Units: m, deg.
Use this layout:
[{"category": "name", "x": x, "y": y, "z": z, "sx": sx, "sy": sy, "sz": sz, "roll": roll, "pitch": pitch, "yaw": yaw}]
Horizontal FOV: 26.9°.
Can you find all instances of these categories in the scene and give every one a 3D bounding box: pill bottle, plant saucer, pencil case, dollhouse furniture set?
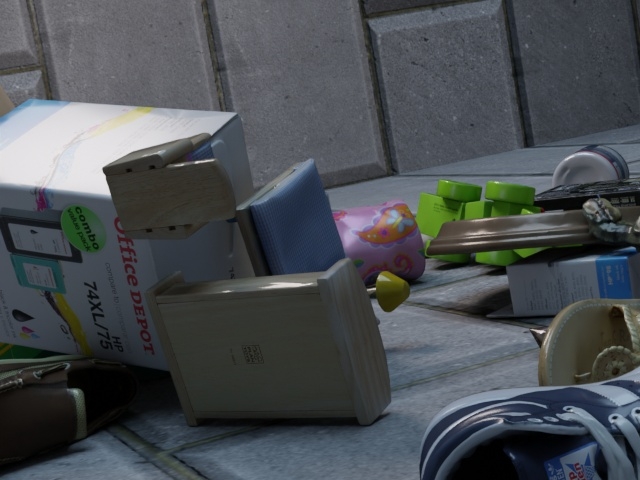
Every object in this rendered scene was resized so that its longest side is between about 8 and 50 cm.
[{"category": "pill bottle", "x": 0.454, "y": -0.103, "z": 2.221, "sx": 0.108, "sy": 0.108, "sz": 0.180, "roll": -7, "pitch": 7, "yaw": 23}, {"category": "plant saucer", "x": 0.259, "y": -0.011, "z": 1.545, "sx": 0.278, "sy": 0.041, "sz": 0.278, "roll": -4, "pitch": -1, "yaw": 0}, {"category": "pencil case", "x": -0.004, "y": 0.025, "z": 1.794, "sx": 0.284, "sy": 0.124, "sz": 0.124, "roll": -13, "pitch": 7, "yaw": -20}, {"category": "dollhouse furniture set", "x": 0.000, "y": 0.000, "z": 1.260, "sx": 0.198, "sy": 0.286, "sz": 0.303, "roll": -5, "pitch": 19, "yaw": 32}]

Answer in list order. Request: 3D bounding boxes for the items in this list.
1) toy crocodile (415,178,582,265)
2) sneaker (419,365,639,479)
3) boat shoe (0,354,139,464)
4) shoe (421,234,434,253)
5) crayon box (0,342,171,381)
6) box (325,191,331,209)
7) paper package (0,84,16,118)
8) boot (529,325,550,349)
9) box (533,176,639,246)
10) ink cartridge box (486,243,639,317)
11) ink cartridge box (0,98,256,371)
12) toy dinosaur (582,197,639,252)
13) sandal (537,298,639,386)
[{"category": "toy crocodile", "x": 0.234, "y": -0.021, "z": 1.854, "sx": 0.105, "sy": 0.115, "sz": 0.340, "roll": 8, "pitch": 0, "yaw": -26}, {"category": "sneaker", "x": 0.190, "y": 0.118, "z": 0.781, "sx": 0.282, "sy": 0.099, "sz": 0.153, "roll": -16, "pitch": 1, "yaw": 12}, {"category": "boat shoe", "x": -0.255, "y": 0.150, "z": 1.216, "sx": 0.095, "sy": 0.095, "sz": 0.257, "roll": 0, "pitch": 10, "yaw": 25}, {"category": "shoe", "x": 0.200, "y": -0.011, "z": 2.033, "sx": 0.219, "sy": 0.058, "sz": 0.076, "roll": -9, "pitch": 7, "yaw": 11}, {"category": "crayon box", "x": -0.293, "y": 0.059, "z": 1.606, "sx": 0.313, "sy": 0.106, "sz": 0.363, "roll": -9, "pitch": 22, "yaw": -4}, {"category": "box", "x": -0.033, "y": 0.002, "z": 1.978, "sx": 0.072, "sy": 0.126, "sz": 0.137, "roll": -9, "pitch": 6, "yaw": 25}, {"category": "paper package", "x": -0.519, "y": -0.039, "z": 1.889, "sx": 0.168, "sy": 0.325, "sz": 0.309, "roll": -23, "pitch": 14, "yaw": 37}, {"category": "boot", "x": 0.251, "y": 0.086, "z": 1.231, "sx": 0.114, "sy": 0.037, "sz": 0.106, "roll": -6, "pitch": -6, "yaw": 6}, {"category": "box", "x": 0.398, "y": -0.039, "z": 1.894, "sx": 0.180, "sy": 0.077, "sz": 0.147, "roll": -5, "pitch": 8, "yaw": 33}, {"category": "ink cartridge box", "x": 0.276, "y": 0.042, "z": 1.462, "sx": 0.180, "sy": 0.060, "sz": 0.104, "roll": -5, "pitch": 8, "yaw": 37}, {"category": "ink cartridge box", "x": -0.224, "y": -0.013, "z": 1.374, "sx": 0.270, "sy": 0.198, "sz": 0.197, "roll": 6, "pitch": 32, "yaw": 26}, {"category": "toy dinosaur", "x": 0.387, "y": -0.011, "z": 1.335, "sx": 0.118, "sy": 0.064, "sz": 0.268, "roll": -18, "pitch": 14, "yaw": -32}, {"category": "sandal", "x": 0.259, "y": 0.080, "z": 1.055, "sx": 0.079, "sy": 0.088, "sz": 0.240, "roll": -12, "pitch": -1, "yaw": 37}]
